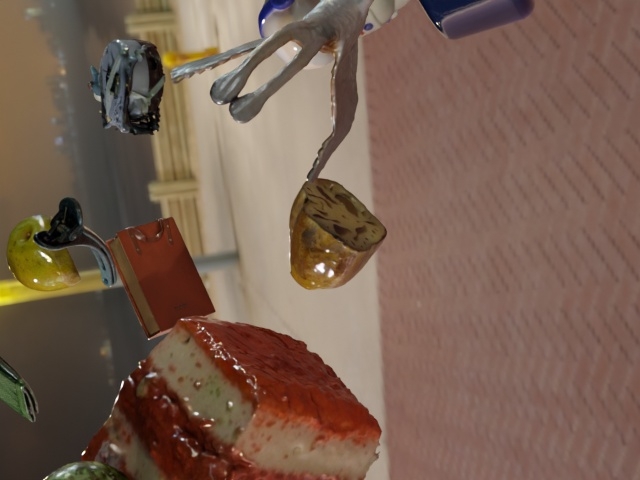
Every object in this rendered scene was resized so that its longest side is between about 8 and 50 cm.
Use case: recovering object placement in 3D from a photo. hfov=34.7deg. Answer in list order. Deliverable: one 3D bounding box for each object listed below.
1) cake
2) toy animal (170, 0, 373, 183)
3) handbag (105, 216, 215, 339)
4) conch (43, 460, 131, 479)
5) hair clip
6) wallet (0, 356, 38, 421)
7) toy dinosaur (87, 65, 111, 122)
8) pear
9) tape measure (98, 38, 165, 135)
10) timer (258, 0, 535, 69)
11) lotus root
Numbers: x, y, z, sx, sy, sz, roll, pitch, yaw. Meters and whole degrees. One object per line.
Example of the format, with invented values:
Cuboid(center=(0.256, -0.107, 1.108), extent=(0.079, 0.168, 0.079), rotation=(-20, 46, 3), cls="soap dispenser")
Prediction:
Cuboid(center=(-0.125, 0.289, 1.402), extent=(0.269, 0.270, 0.319), rotation=(38, 100, 45), cls="cake")
Cuboid(center=(-0.015, -0.241, 1.175), extent=(0.225, 0.302, 0.284), rotation=(39, 175, 0), cls="toy animal")
Cuboid(center=(-0.273, 0.060, 1.751), extent=(0.063, 0.127, 0.190), rotation=(-32, 80, 44), cls="handbag")
Cuboid(center=(-0.282, 0.348, 1.174), extent=(0.124, 0.187, 0.181), rotation=(34, 149, 34), cls="conch")
Cuboid(center=(-0.296, 0.013, 1.323), extent=(0.039, 0.070, 0.229), rotation=(32, 169, 18), cls="hair clip")
Cuboid(center=(-0.661, 0.255, 2.055), extent=(0.236, 0.055, 0.160), rotation=(32, 150, 15), cls="wallet")
Cuboid(center=(-0.284, -0.195, 1.373), extent=(0.030, 0.047, 0.083), rotation=(-55, -48, -54), cls="toy dinosaur")
Cuboid(center=(-0.473, 0.030, 1.727), extent=(0.141, 0.104, 0.141), rotation=(58, 170, 17), cls="pear")
Cuboid(center=(-0.190, -0.155, 1.033), extent=(0.091, 0.054, 0.094), rotation=(17, 107, 58), cls="tape measure")
Cuboid(center=(0.083, -0.370, 1.470), extent=(0.270, 0.383, 0.270), rotation=(53, -157, -36), cls="timer")
Cuboid(center=(0.000, 0.000, 2.007), extent=(0.199, 0.188, 0.180), rotation=(47, 122, 13), cls="lotus root")
